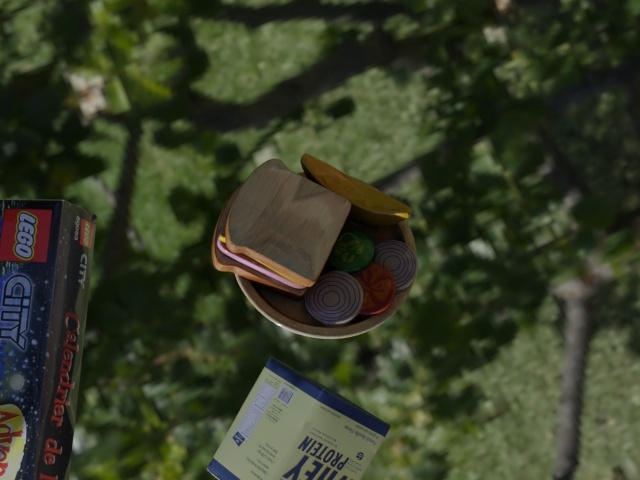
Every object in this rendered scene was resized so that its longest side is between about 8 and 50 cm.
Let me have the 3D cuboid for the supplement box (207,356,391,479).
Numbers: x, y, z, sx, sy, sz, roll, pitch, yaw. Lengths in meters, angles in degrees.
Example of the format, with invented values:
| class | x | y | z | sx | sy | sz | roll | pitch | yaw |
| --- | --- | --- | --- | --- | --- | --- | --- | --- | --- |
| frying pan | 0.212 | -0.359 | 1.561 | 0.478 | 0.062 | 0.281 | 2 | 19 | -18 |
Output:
| class | x | y | z | sx | sy | sz | roll | pitch | yaw |
| --- | --- | --- | --- | --- | --- | --- | --- | --- | --- |
| supplement box | -0.015 | 0.129 | 1.087 | 0.056 | 0.083 | 0.083 | 31 | 177 | -27 |

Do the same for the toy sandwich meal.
| class | x | y | z | sx | sy | sz | roll | pitch | yaw |
| --- | --- | --- | --- | --- | --- | --- | --- | --- | --- |
| toy sandwich meal | 0.000 | 0.000 | 0.716 | 0.085 | 0.086 | 0.029 | 55 | 159 | 19 |

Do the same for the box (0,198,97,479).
| class | x | y | z | sx | sy | sz | roll | pitch | yaw |
| --- | --- | --- | --- | --- | --- | --- | --- | --- | --- |
| box | -0.218 | 0.092 | 0.997 | 0.159 | 0.044 | 0.233 | 1 | 79 | 21 |
